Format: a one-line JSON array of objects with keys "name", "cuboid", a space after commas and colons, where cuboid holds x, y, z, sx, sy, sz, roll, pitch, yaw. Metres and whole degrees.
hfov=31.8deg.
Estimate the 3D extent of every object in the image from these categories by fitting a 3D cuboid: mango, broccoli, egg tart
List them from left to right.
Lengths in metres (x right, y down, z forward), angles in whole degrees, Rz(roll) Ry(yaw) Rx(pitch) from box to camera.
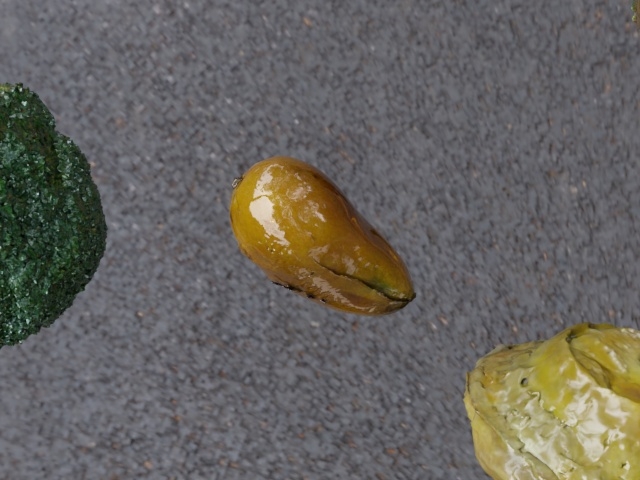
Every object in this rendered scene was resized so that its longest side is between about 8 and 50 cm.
[{"name": "broccoli", "cuboid": [-0.363, -0.021, 1.157, 0.275, 0.308, 0.307, 14, 77, 10]}, {"name": "mango", "cuboid": [-0.004, 0.002, 0.840, 0.084, 0.159, 0.105, -41, 26, 5]}, {"name": "egg tart", "cuboid": [0.299, 0.174, 1.084, 0.341, 0.341, 0.129, 28, 118, 25]}]

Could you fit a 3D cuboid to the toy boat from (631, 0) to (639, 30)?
[{"name": "toy boat", "cuboid": [0.470, -0.384, 1.443, 0.109, 0.099, 0.292, 15, 121, 18]}]
